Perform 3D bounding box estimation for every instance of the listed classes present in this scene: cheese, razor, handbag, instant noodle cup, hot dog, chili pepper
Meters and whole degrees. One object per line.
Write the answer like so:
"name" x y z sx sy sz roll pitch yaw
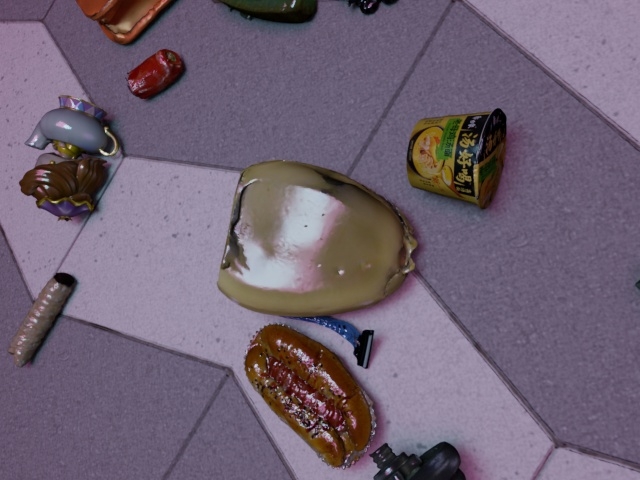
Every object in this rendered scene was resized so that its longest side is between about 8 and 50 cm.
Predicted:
"cheese" 0.000 0.000 0.784 0.316 0.128 0.259 6 89 8
"razor" -0.022 0.136 0.827 0.253 0.042 0.082 19 123 25
"handbag" -0.413 -0.685 1.105 0.410 0.116 0.303 -40 65 8
"instant noodle cup" 0.213 -0.132 0.743 0.122 0.151 0.151 15 85 34
"hot dog" -0.019 0.244 0.784 0.268 0.075 0.144 38 97 25
"chili pepper" -0.361 -0.367 1.042 0.123 0.073 0.070 -27 113 16

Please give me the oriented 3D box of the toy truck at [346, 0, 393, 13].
"toy truck" 0.127 -0.524 0.873 0.243 0.101 0.125 -16 62 20

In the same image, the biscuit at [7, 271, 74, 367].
"biscuit" -0.608 0.169 1.032 0.061 0.055 0.219 35 95 42

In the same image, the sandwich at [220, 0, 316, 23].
"sandwich" -0.088 -0.594 0.934 0.250 0.162 0.301 31 94 19

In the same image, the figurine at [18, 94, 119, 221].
"figurine" -0.552 -0.173 1.038 0.190 0.142 0.263 12 84 -1

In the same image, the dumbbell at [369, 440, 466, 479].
"dumbbell" 0.197 0.446 0.606 0.179 0.179 0.406 -41 69 9

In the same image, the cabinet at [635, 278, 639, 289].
"cabinet" 0.540 0.026 0.577 0.206 0.145 0.150 -45 68 7
